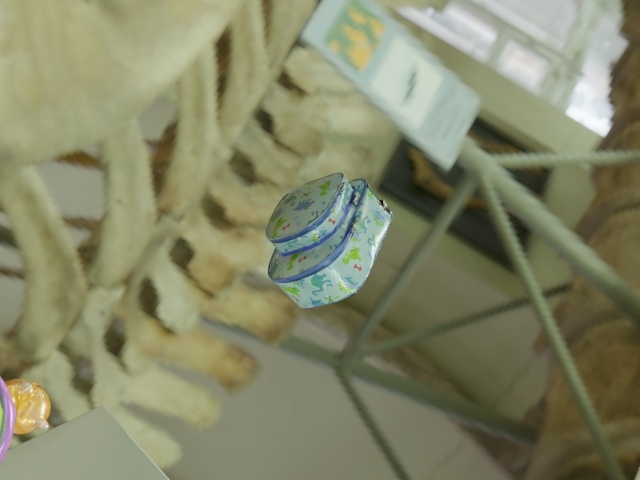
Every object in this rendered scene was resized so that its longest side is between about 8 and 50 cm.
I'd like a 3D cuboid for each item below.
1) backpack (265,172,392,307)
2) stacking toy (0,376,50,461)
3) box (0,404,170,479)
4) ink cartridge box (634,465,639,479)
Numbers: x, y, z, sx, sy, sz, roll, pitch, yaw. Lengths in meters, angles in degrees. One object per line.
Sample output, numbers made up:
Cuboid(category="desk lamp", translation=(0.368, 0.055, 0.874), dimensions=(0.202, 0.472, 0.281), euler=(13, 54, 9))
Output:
Cuboid(category="backpack", translation=(0.000, 0.000, 1.423), dimensions=(0.105, 0.084, 0.114), euler=(-19, -142, 37))
Cuboid(category="stacking toy", translation=(-0.314, 0.143, 1.255), dimensions=(0.166, 0.175, 0.302), euler=(-62, 161, 8))
Cuboid(category="box", translation=(-0.332, 0.367, 1.648), dimensions=(0.345, 0.168, 0.215), euler=(-24, 133, -27))
Cuboid(category="ink cartridge box", translation=(0.290, 0.222, 1.122), dimensions=(0.201, 0.117, 0.278), euler=(7, 105, -64))
